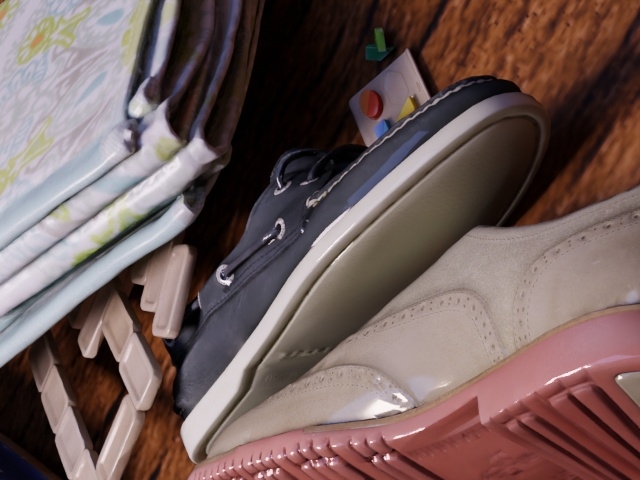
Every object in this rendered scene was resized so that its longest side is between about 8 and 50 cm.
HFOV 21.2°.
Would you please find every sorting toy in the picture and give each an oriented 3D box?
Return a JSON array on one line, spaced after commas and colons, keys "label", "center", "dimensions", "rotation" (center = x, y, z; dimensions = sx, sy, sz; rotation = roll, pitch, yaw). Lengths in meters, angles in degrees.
[{"label": "sorting toy", "center": [0.040, -0.093, 1.079], "dimensions": [0.062, 0.012, 0.083], "rotation": [-42, 55, 33]}]

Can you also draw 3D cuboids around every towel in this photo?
[{"label": "towel", "center": [-0.184, -0.073, 1.177], "dimensions": [0.374, 0.090, 0.320], "rotation": [-31, 35, 34]}]

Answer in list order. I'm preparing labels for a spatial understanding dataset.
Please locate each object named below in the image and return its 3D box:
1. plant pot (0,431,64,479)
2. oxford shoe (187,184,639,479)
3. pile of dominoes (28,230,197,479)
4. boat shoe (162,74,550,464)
[{"label": "plant pot", "center": [-0.299, 0.243, 1.219], "dimensions": [0.236, 0.236, 0.212], "rotation": [27, 97, 46]}, {"label": "oxford shoe", "center": [0.079, 0.081, 0.950], "dimensions": [0.397, 0.140, 0.146], "rotation": [-22, 43, 41]}, {"label": "pile of dominoes", "center": [-0.130, 0.050, 1.154], "dimensions": [0.196, 0.040, 0.251], "rotation": [-65, 28, 17]}, {"label": "boat shoe", "center": [0.003, 0.000, 1.019], "dimensions": [0.340, 0.127, 0.113], "rotation": [-54, 53, 41]}]
